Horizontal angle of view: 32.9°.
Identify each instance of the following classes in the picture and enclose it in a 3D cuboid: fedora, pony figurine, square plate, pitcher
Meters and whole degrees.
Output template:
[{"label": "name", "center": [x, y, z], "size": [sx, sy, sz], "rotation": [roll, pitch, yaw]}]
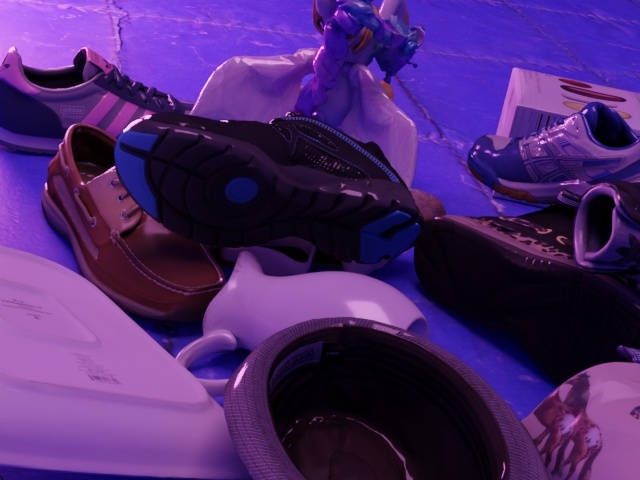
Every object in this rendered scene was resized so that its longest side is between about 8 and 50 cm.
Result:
[{"label": "fedora", "center": [0.039, 0.183, 0.848], "size": [0.243, 0.124, 0.275], "rotation": [-4, 35, -27]}, {"label": "pony figurine", "center": [0.012, -0.198, 1.420], "size": [0.302, 0.351, 0.363], "rotation": [20, 8, 7]}, {"label": "square plate", "center": [-0.243, 0.074, 0.878], "size": [0.344, 0.049, 0.347], "rotation": [34, 9, 37]}, {"label": "pitcher", "center": [-0.019, 0.101, 1.018], "size": [0.207, 0.125, 0.178], "rotation": [15, 46, 27]}]

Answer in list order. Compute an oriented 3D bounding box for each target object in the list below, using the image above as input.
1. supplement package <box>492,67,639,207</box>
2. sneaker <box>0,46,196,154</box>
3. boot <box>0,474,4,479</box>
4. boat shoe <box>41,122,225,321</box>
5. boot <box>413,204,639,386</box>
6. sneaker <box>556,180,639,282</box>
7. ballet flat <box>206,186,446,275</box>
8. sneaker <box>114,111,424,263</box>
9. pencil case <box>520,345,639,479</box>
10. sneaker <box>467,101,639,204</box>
[{"label": "supplement package", "center": [0.371, -0.145, 1.617], "size": [0.203, 0.149, 0.194], "rotation": [12, 26, 2]}, {"label": "sneaker", "center": [-0.274, -0.187, 1.444], "size": [0.319, 0.131, 0.112], "rotation": [-3, 30, -29]}, {"label": "boot", "center": [-0.332, 0.162, 0.733], "size": [0.213, 0.077, 0.165], "rotation": [44, 34, 2]}, {"label": "boat shoe", "center": [-0.210, -0.028, 1.167], "size": [0.122, 0.120, 0.324], "rotation": [-11, 34, -38]}, {"label": "boot", "center": [0.326, 0.055, 1.227], "size": [0.284, 0.138, 0.377], "rotation": [-14, 31, -42]}, {"label": "sneaker", "center": [0.337, 0.026, 1.030], "size": [0.153, 0.101, 0.268], "rotation": [5, 28, -37]}, {"label": "ballet flat", "center": [0.000, 0.000, 1.245], "size": [0.316, 0.108, 0.106], "rotation": [-2, 40, -10]}, {"label": "sneaker", "center": [-0.058, -0.069, 1.129], "size": [0.340, 0.125, 0.140], "rotation": [15, 40, -31]}, {"label": "pencil case", "center": [0.314, 0.250, 0.795], "size": [0.183, 0.160, 0.410], "rotation": [-13, 34, -20]}, {"label": "sneaker", "center": [0.298, -0.103, 1.262], "size": [0.112, 0.131, 0.296], "rotation": [-16, 25, -39]}]
